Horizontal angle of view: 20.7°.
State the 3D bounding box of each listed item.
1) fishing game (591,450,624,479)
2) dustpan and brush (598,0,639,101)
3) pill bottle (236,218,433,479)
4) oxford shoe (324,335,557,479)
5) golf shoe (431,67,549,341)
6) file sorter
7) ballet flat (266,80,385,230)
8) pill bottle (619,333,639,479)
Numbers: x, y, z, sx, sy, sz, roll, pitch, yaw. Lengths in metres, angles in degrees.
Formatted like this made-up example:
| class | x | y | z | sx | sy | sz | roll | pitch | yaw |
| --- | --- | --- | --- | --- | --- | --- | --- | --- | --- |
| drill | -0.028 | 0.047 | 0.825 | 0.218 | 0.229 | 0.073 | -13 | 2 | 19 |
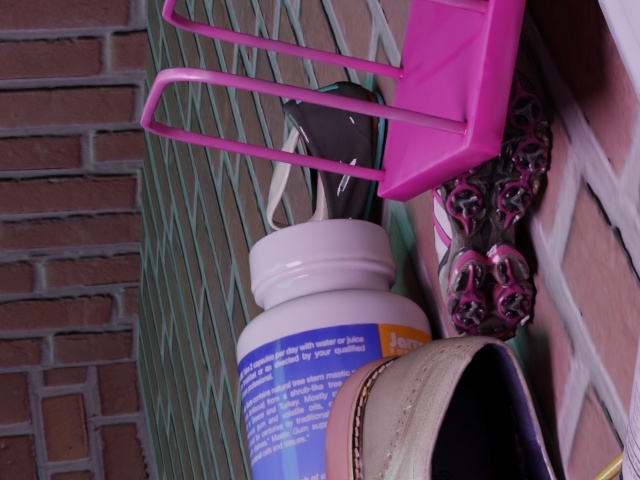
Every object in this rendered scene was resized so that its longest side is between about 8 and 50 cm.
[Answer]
| class | x | y | z | sx | sy | sz | roll | pitch | yaw |
| --- | --- | --- | --- | --- | --- | --- | --- | --- | --- |
| fishing game | 0.124 | 0.207 | 0.853 | 0.189 | 0.041 | 0.264 | -48 | 18 | 33 |
| dustpan and brush | 0.185 | -0.107 | 0.725 | 0.211 | 0.060 | 0.147 | 101 | 152 | -69 |
| pill bottle | 0.018 | 0.128 | 1.319 | 0.152 | 0.152 | 0.272 | 115 | 149 | -66 |
| oxford shoe | 0.094 | 0.250 | 1.052 | 0.146 | 0.140 | 0.397 | -36 | 64 | 59 |
| golf shoe | 0.097 | -0.030 | 1.099 | 0.086 | 0.067 | 0.186 | -112 | 22 | -58 |
| file sorter | 0.013 | -0.192 | 1.008 | 0.202 | 0.182 | 0.290 | 152 | 129 | -77 |
| ballet flat | 0.000 | 0.000 | 1.493 | 0.095 | 0.096 | 0.280 | -126 | 34 | -68 |
| pill bottle | 0.174 | 0.066 | 0.640 | 0.123 | 0.123 | 0.219 | -115 | 23 | -59 |
